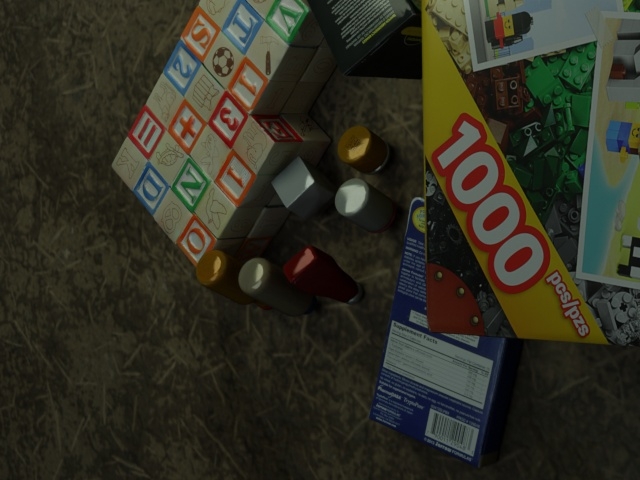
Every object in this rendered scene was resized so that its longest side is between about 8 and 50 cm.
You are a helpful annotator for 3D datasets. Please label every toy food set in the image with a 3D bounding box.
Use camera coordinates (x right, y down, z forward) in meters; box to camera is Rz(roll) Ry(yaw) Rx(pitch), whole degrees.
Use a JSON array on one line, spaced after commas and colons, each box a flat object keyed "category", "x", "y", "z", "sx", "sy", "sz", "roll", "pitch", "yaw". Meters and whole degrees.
[{"category": "toy food set", "x": 0.000, "y": 0.000, "z": 1.538, "sx": 0.232, "sy": 0.104, "sz": 0.111, "roll": -43, "pitch": 51, "yaw": 13}]

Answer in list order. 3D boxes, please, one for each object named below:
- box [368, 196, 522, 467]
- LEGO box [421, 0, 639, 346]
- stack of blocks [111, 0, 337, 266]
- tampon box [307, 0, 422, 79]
[{"category": "box", "x": 0.125, "y": 0.083, "z": 1.451, "sx": 0.136, "sy": 0.036, "sz": 0.225, "roll": 21, "pitch": 108, "yaw": 38}, {"category": "LEGO box", "x": 0.277, "y": -0.173, "z": 1.199, "sx": 0.372, "sy": 0.193, "sz": 0.500, "roll": 1, "pitch": 93, "yaw": 41}, {"category": "stack of blocks", "x": -0.076, "y": -0.136, "z": 1.577, "sx": 0.171, "sy": 0.087, "sz": 0.297, "roll": 47, "pitch": 121, "yaw": 28}, {"category": "tampon box", "x": 0.059, "y": -0.243, "z": 1.432, "sx": 0.101, "sy": 0.120, "sz": 0.161, "roll": -37, "pitch": 70, "yaw": 37}]
